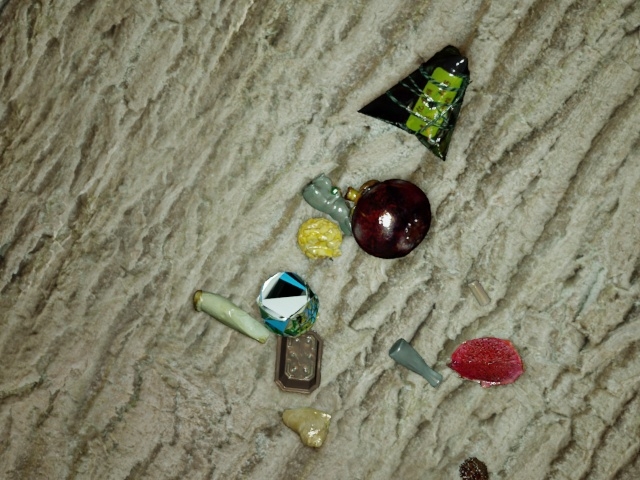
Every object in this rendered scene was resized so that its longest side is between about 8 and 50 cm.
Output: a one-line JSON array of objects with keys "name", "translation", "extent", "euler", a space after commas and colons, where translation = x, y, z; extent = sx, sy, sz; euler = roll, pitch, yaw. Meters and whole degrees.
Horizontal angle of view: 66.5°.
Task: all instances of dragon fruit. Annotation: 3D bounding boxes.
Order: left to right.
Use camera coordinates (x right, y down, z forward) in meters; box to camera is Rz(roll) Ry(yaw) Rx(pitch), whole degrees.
[{"name": "dragon fruit", "translation": [0.615, 0.452, 1.809], "extent": [0.274, 0.126, 0.161], "euler": [-6, 128, 26]}]

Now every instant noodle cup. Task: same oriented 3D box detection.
[{"name": "instant noodle cup", "translation": [-0.121, 0.226, 1.796], "extent": [0.241, 0.178, 0.240], "euler": [-2, 66, 4]}]

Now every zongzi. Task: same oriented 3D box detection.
[{"name": "zongzi", "translation": [0.334, -0.514, 1.728], "extent": [0.363, 0.319, 0.383], "euler": [17, 113, 3]}]

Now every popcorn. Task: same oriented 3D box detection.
[{"name": "popcorn", "translation": [0.000, 0.000, 1.822], "extent": [0.180, 0.180, 0.170], "euler": [-8, 72, 6]}]

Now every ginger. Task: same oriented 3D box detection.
[{"name": "ginger", "translation": [-0.065, 0.731, 1.895], "extent": [0.193, 0.122, 0.115], "euler": [8, 114, 11]}]

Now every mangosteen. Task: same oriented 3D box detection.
[{"name": "mangosteen", "translation": [0.239, -0.077, 1.739], "extent": [0.297, 0.293, 0.296], "euler": [-1, 92, -37]}]

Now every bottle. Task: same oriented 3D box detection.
[{"name": "bottle", "translation": [0.593, 0.195, 1.824], "extent": [0.045, 0.045, 0.096], "euler": [-32, 88, 7]}]

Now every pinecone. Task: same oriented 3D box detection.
[{"name": "pinecone", "translation": [0.578, 0.870, 1.847], "extent": [0.109, 0.102, 0.102], "euler": [-30, 90, 40]}]

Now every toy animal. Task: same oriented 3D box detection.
[{"name": "toy animal", "translation": [0.050, -0.129, 1.841], "extent": [0.125, 0.127, 0.251], "euler": [-45, 102, -6]}]

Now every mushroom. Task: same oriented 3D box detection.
[{"name": "mushroom", "translation": [-0.349, 0.292, 1.904], "extent": [0.333, 0.107, 0.087], "euler": [28, 55, 5]}]

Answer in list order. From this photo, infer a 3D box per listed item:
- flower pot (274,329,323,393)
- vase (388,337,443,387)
[{"name": "flower pot", "translation": [-0.079, 0.455, 1.891], "extent": [0.179, 0.084, 0.250], "euler": [5, 95, 5]}, {"name": "vase", "translation": [0.365, 0.468, 1.850], "extent": [0.214, 0.086, 0.086], "euler": [39, 96, -2]}]
